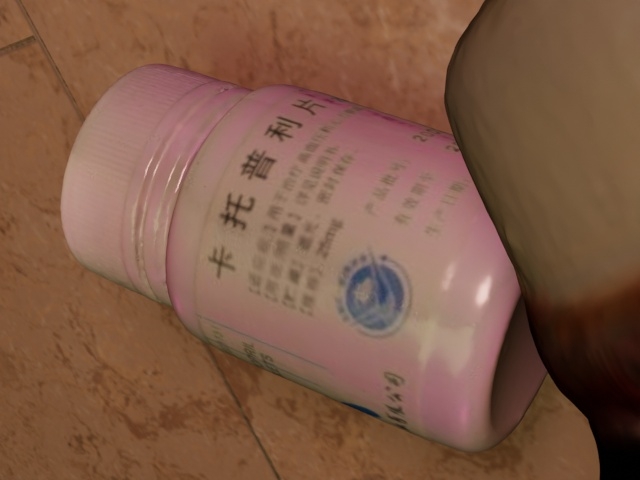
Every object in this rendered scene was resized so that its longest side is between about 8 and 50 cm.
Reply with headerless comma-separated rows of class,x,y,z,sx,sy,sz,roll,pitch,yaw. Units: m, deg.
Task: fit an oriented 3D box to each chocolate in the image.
chocolate,0.164,-0.061,0.444,0.186,0.283,0.283,56,138,12

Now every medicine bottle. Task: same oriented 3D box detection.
medicine bottle,0.000,0.000,0.664,0.254,0.152,0.152,20,131,23
